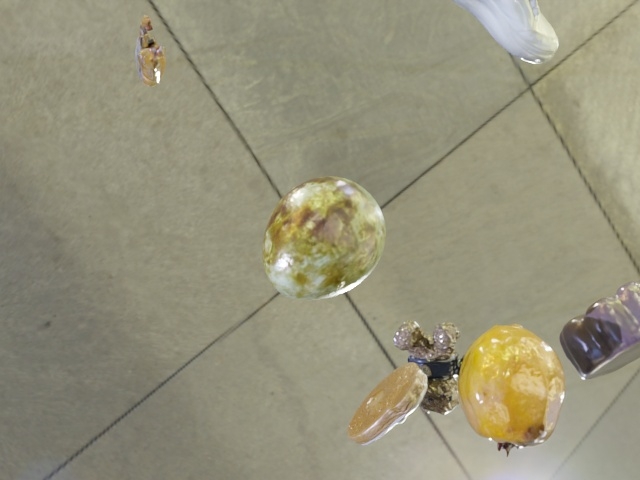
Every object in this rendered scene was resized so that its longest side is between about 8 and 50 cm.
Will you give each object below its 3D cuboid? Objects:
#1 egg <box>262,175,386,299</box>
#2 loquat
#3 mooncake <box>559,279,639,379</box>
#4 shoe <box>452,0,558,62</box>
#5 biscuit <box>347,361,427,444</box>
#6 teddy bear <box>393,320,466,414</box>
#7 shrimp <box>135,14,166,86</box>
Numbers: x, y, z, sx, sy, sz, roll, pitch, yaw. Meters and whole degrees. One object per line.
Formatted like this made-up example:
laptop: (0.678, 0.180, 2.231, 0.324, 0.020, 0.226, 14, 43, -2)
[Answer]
egg: (0.000, 0.000, 1.612, 0.289, 0.238, 0.238, -41, 102, -30)
loquat: (0.337, 0.260, 1.382, 0.187, 0.176, 0.234, 12, 68, -8)
mooncake: (0.762, 0.223, 2.003, 0.306, 0.306, 0.154, -16, 62, -30)
shoe: (0.334, -0.447, 1.375, 0.316, 0.159, 0.124, 26, 49, -24)
biscuit: (0.140, 0.336, 1.608, 0.049, 0.181, 0.208, 42, 107, -5)
teddy bear: (0.255, 0.267, 1.747, 0.129, 0.182, 0.251, -73, 155, -60)
shrimp: (-0.334, -0.366, 1.510, 0.052, 0.187, 0.132, -18, 93, -21)
